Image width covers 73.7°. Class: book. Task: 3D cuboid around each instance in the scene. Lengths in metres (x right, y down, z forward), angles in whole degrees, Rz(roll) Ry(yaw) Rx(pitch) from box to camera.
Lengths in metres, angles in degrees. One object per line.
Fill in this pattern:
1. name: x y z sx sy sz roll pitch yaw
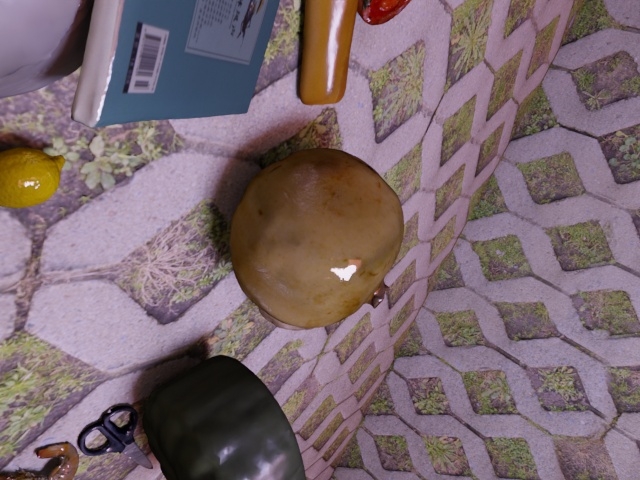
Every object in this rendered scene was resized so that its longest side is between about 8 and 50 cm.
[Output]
1. book: -0.110 -0.259 0.463 0.379 0.031 0.264 -64 176 -71

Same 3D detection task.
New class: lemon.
1. lemon: -0.322 -0.070 0.463 0.092 0.065 0.065 -36 145 -37

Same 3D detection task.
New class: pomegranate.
1. pomegranate: 0.000 0.000 0.789 0.332 0.332 0.332 -38 146 -32

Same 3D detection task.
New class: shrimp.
1. shrimp: -0.468 0.388 0.716 0.095 0.045 0.162 -48 149 -17

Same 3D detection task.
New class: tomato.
1. tomato: 0.112 -0.460 0.734 0.139 0.091 0.159 -29 169 -27

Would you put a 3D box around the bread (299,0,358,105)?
1. bread: 0.016 -0.339 0.717 0.092 0.074 0.239 -38 147 -40

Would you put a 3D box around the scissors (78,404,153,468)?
1. scissors: -0.400 0.431 0.891 0.109 0.022 0.300 -37 147 -27

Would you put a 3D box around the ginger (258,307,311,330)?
1. ginger: -0.065 0.135 1.003 0.152 0.138 0.267 -56 147 -14

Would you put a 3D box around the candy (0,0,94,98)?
1. candy: -0.264 -0.229 0.273 0.295 0.185 0.295 -36 158 -17

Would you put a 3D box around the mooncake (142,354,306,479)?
1. mooncake: -0.200 0.424 0.854 0.194 0.356 0.356 -24 138 -38
